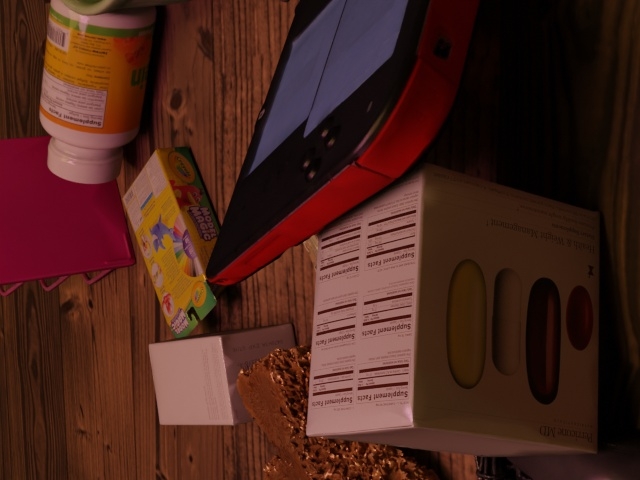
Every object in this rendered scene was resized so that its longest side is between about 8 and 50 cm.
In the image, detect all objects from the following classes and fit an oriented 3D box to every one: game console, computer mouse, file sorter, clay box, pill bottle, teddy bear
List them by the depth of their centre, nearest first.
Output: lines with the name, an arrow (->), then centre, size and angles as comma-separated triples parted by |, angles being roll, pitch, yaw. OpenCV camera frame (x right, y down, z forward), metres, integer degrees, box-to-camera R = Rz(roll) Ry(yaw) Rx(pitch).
computer mouse -> 0.213, 0.222, 1.027 | 0.272, 0.072, 0.189 | -3, 93, 54
game console -> 0.027, -0.171, 1.054 | 0.342, 0.060, 0.387 | -31, 35, 51
teddy bear -> 0.034, 0.266, 1.275 | 0.338, 0.113, 0.245 | 58, 146, 19
clay box -> -0.178, 0.006, 1.546 | 0.127, 0.053, 0.222 | -45, 61, 48
pill bottle -> -0.301, -0.206, 1.606 | 0.136, 0.136, 0.246 | 41, 128, 43
file sorter -> -0.452, -0.020, 1.723 | 0.182, 0.290, 0.202 | -30, 72, 55

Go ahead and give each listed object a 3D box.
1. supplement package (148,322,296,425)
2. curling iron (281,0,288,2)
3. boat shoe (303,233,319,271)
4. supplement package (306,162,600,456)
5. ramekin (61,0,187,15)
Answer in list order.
supplement package -> -0.115, 0.162, 1.443 | 0.179, 0.105, 0.105 | -12, 87, 54
curling iron -> 0.022, -0.336, 1.192 | 0.274, 0.035, 0.068 | -46, 15, 43
boat shoe -> 0.002, 0.000, 1.296 | 0.048, 0.056, 0.153 | -43, 69, 44
supplement package -> 0.111, 0.067, 0.992 | 0.149, 0.194, 0.203 | -17, 65, 55
ramekin -> -0.221, -0.423, 1.443 | 0.303, 0.148, 0.304 | 15, 109, 52
